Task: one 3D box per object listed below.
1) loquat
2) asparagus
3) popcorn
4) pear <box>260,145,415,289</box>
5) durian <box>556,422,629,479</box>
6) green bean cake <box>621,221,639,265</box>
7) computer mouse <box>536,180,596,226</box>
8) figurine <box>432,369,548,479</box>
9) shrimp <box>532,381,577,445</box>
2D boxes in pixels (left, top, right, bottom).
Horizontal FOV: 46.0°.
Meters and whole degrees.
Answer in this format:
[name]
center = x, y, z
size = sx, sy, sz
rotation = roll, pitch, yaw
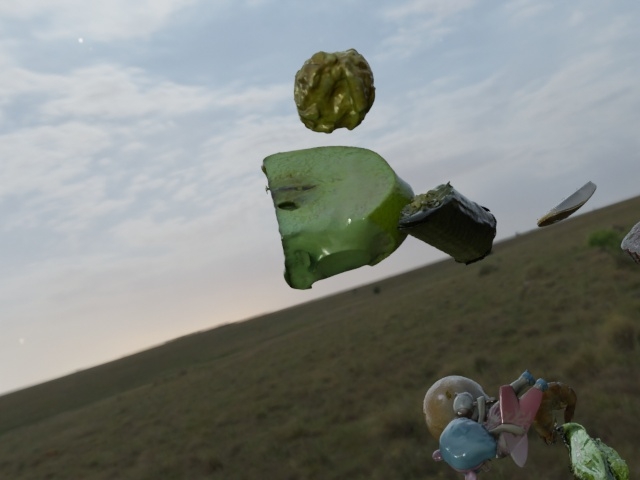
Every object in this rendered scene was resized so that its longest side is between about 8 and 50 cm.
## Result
[loquat]
center = 0.356, 0.445, 1.901
size = 0.179, 0.179, 0.227
rotation = -17, 31, -12
[asparagus]
center = 0.236, -0.038, 1.409
size = 0.108, 0.128, 0.382
rotation = 20, -1, 31
[popcorn]
center = 0.029, -0.331, 1.644
size = 0.197, 0.155, 0.197
rotation = -2, -47, -2
[pear]
center = 0.043, -0.053, 1.462
size = 0.282, 0.286, 0.176
rotation = -15, -46, -1
[durian]
center = 0.605, 0.511, 1.647
size = 0.132, 0.106, 0.375
rotation = -50, 9, 11
[green bean cake]
center = 0.920, -0.018, 1.965
size = 0.233, 0.097, 0.198
rotation = -47, 15, -1
[computer mouse]
center = 0.629, -0.087, 1.917
size = 0.199, 0.045, 0.102
rotation = -32, -8, -33
[figurine]
center = 0.320, 0.338, 1.466
size = 0.260, 0.103, 0.205
rotation = -40, 41, -17
[shrimp]
center = 0.620, 0.459, 2.000
size = 0.133, 0.236, 0.053
rotation = -29, 32, -10
